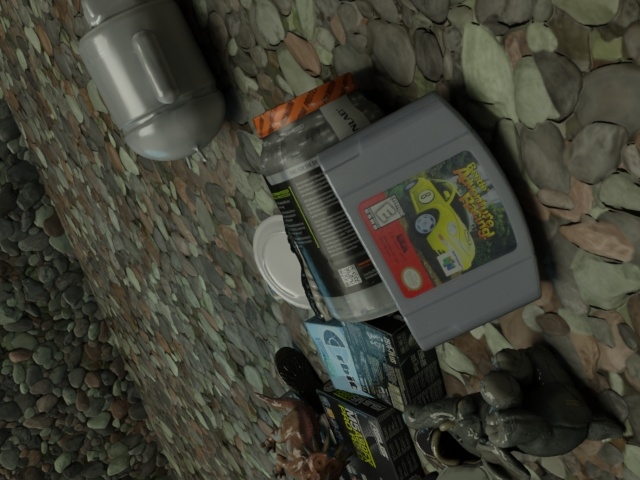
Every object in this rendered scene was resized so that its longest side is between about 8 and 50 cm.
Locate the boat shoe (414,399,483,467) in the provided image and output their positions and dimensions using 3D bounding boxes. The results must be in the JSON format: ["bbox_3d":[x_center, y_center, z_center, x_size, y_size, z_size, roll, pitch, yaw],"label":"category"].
[{"bbox_3d":[0.220,0.326,1.347,0.103,0.092,0.285,59,153,1],"label":"boat shoe"}]

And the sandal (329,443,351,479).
[{"bbox_3d":[0.082,0.589,1.891,0.254,0.054,0.097,61,153,-3],"label":"sandal"}]

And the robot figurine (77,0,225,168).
[{"bbox_3d":[-0.303,-0.295,1.488,0.353,0.200,0.300,64,173,-8],"label":"robot figurine"}]

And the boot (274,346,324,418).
[{"bbox_3d":[-0.060,0.346,1.884,0.189,0.076,0.208,56,160,7],"label":"boot"}]

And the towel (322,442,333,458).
[{"bbox_3d":[-0.008,0.491,1.929,0.119,0.029,0.067,45,152,-21],"label":"towel"}]

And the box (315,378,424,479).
[{"bbox_3d":[0.110,0.426,1.671,0.216,0.060,0.270,14,129,56],"label":"box"}]

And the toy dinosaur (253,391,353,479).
[{"bbox_3d":[-0.032,0.422,1.728,0.295,0.127,0.200,63,150,23],"label":"toy dinosaur"}]

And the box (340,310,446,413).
[{"bbox_3d":[0.121,0.193,1.396,0.147,0.077,0.180,19,133,52],"label":"box"}]

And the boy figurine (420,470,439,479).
[{"bbox_3d":[0.280,0.547,1.460,0.285,0.092,0.177,45,170,33],"label":"boy figurine"}]

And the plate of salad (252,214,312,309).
[{"bbox_3d":[-0.041,0.038,1.531,0.200,0.048,0.200,20,127,28],"label":"plate of salad"}]

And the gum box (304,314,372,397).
[{"bbox_3d":[0.057,0.221,1.576,0.184,0.041,0.157,-3,114,61],"label":"gum box"}]

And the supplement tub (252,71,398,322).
[{"bbox_3d":[0.040,-0.061,1.151,0.193,0.193,0.316,-6,112,61],"label":"supplement tub"}]

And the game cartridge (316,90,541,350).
[{"bbox_3d":[0.148,-0.025,1.022,0.294,0.196,0.060,60,-170,-9],"label":"game cartridge"}]

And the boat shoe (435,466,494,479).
[{"bbox_3d":[0.296,0.453,1.327,0.099,0.116,0.319,42,167,-21],"label":"boat shoe"}]

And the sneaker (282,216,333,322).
[{"bbox_3d":[0.000,0.000,1.406,0.100,0.108,0.271,96,154,-76],"label":"sneaker"}]

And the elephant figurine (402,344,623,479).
[{"bbox_3d":[0.256,0.256,1.154,0.186,0.169,0.239,64,150,25],"label":"elephant figurine"}]

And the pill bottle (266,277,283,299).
[{"bbox_3d":[-0.086,0.050,1.617,0.067,0.067,0.120,-4,113,61],"label":"pill bottle"}]
